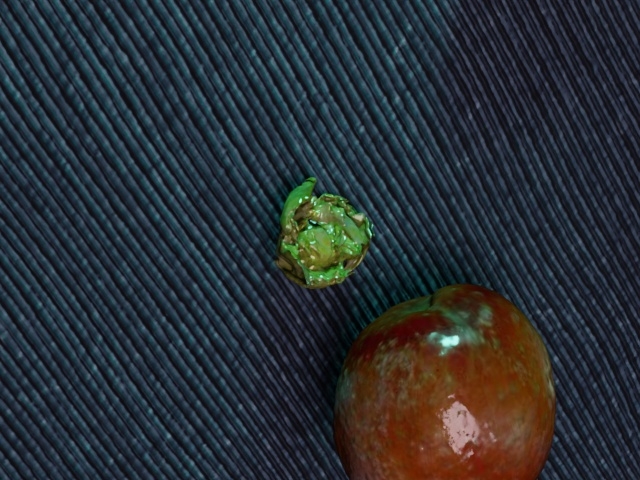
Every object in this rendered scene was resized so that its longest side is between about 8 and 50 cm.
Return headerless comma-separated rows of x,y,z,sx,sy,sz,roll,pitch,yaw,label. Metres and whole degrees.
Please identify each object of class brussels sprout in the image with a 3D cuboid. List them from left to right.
0.000,0.000,1.169,0.085,0.058,0.085,6,77,-27,brussels sprout

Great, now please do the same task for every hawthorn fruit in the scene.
0.092,0.117,1.183,0.173,0.173,0.172,-6,113,-15,hawthorn fruit
